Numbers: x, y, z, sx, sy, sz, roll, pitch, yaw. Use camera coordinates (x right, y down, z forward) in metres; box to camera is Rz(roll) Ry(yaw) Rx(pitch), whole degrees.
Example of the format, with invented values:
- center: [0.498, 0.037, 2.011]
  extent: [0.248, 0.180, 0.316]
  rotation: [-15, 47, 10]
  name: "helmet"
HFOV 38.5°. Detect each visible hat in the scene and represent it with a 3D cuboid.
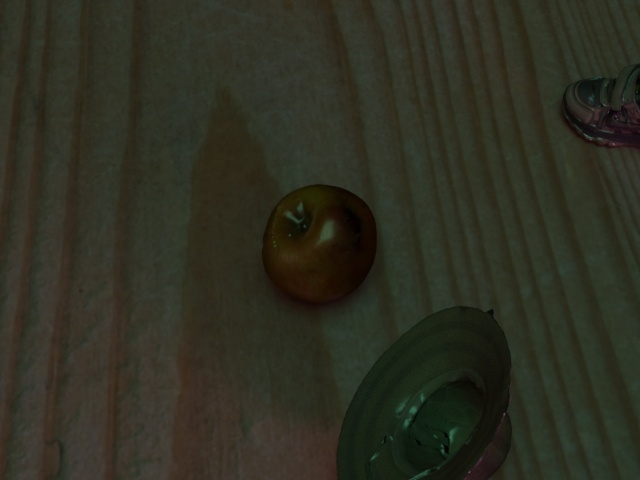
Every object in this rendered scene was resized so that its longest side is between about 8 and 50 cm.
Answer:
- center: [0.141, 0.201, 0.978]
  extent: [0.110, 0.252, 0.252]
  rotation: [38, 63, -24]
  name: "hat"

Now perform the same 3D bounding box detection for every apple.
- center: [0.000, 0.000, 1.091]
  extent: [0.146, 0.146, 0.146]
  rotation: [-2, 62, 3]
  name: "apple"

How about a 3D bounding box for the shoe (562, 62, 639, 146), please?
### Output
- center: [0.404, -0.174, 1.179]
  extent: [0.180, 0.092, 0.089]
  rotation: [17, 65, 12]
  name: "shoe"
